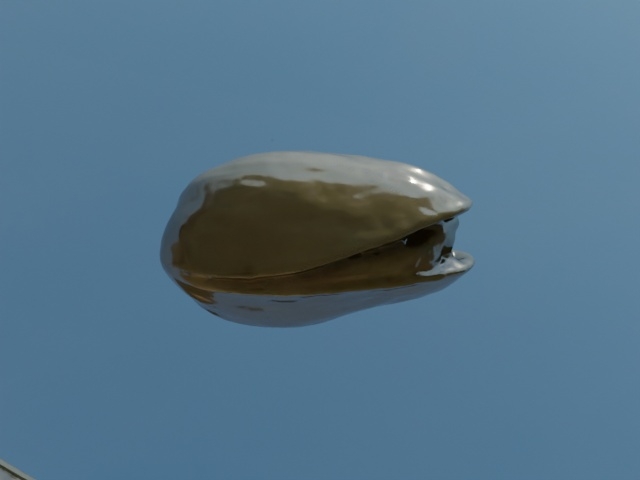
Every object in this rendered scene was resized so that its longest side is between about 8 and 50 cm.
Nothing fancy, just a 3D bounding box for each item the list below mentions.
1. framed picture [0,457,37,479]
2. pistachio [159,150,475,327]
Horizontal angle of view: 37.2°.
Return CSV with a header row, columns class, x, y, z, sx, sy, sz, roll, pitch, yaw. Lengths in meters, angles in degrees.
class,x,y,z,sx,sy,sz,roll,pitch,yaw
framed picture,-0.340,0.369,1.106,0.192,0.265,0.018,38,-78,-22
pistachio,0.000,0.000,0.675,0.226,0.136,0.136,-3,-84,-7
